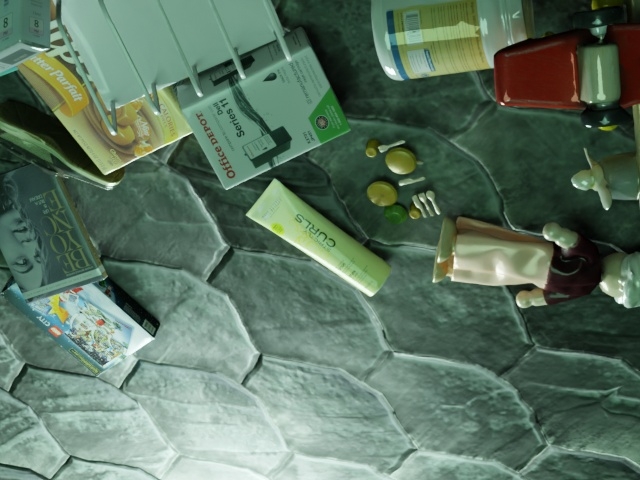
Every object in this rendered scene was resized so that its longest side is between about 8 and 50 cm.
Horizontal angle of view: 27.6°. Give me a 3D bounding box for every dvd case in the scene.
[{"bbox_3d":[-0.466,-0.014,2.157,0.164,0.018,0.221,-17,105,24],"label":"dvd case"}]

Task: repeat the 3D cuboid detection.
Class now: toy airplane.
[{"bbox_3d":[0.418,-0.241,1.683,0.384,0.386,0.272,37,169,-25],"label":"toy airplane"}]

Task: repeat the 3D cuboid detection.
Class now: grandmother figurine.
[{"bbox_3d":[0.351,0.035,2.000,0.342,0.104,0.208,9,156,2],"label":"grandmother figurine"}]

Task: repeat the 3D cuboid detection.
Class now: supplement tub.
[{"bbox_3d":[0.179,-0.296,1.751,0.199,0.144,0.144,-5,125,17],"label":"supplement tub"}]

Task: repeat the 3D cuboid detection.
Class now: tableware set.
[{"bbox_3d":[0.116,-0.091,2.002,0.104,0.024,0.154,-15,123,27],"label":"tableware set"}]

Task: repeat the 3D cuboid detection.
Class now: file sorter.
[{"bbox_3d":[-0.201,-0.289,1.765,0.277,0.173,0.193,-23,117,2],"label":"file sorter"}]

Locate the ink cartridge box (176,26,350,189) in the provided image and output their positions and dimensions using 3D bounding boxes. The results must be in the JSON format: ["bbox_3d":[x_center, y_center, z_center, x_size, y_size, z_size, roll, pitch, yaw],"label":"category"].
[{"bbox_3d":[-0.084,-0.190,1.889,0.208,0.087,0.153,-26,120,5],"label":"ink cartridge box"}]

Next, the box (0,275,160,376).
[{"bbox_3d":[-0.417,0.119,2.269,0.159,0.044,0.233,-33,114,31],"label":"box"}]

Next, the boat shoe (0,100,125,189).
[{"bbox_3d":[-0.414,-0.139,2.056,0.223,0.080,0.073,29,133,-2],"label":"boat shoe"}]

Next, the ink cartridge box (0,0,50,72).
[{"bbox_3d":[-0.443,-0.345,1.788,0.189,0.232,0.066,-15,165,41],"label":"ink cartridge box"}]

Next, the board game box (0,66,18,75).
[{"bbox_3d":[-0.554,-0.332,1.956,0.160,0.047,0.210,-16,122,23],"label":"board game box"}]

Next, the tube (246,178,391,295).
[{"bbox_3d":[0.000,0.000,2.076,0.240,0.062,0.070,36,86,-8],"label":"tube"}]

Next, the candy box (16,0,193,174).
[{"bbox_3d":[-0.335,-0.267,1.929,0.182,0.088,0.316,-23,118,26],"label":"candy box"}]
